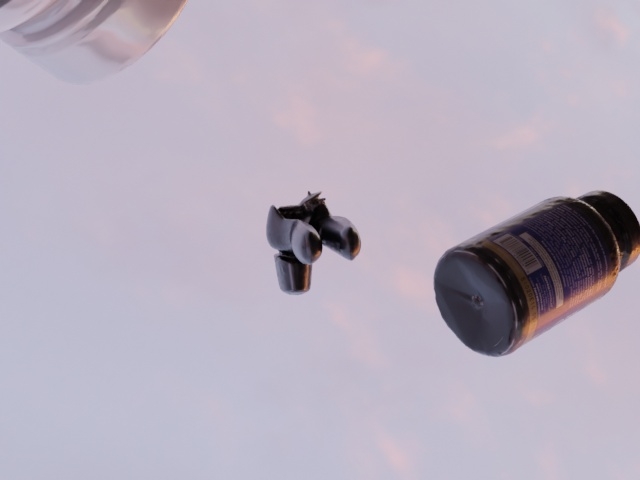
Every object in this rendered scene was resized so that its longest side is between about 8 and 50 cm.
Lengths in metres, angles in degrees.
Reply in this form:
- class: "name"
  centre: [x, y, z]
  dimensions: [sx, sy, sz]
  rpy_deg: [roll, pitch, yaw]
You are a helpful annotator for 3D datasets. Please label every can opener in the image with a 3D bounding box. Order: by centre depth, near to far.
- class: "can opener"
  centre: [0.000, 0.000, 0.800]
  dimensions: [0.059, 0.186, 0.073]
  rpy_deg: [-14, -88, -11]

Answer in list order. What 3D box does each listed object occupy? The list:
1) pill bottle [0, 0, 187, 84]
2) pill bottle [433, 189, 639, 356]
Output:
- class: "pill bottle"
  centre: [-0.203, -0.210, 0.601]
  dimensions: [0.283, 0.161, 0.161]
  rpy_deg: [36, -144, -44]
- class: "pill bottle"
  centre: [0.234, 0.026, 1.201]
  dimensions: [0.219, 0.123, 0.123]
  rpy_deg: [-25, -106, -32]
